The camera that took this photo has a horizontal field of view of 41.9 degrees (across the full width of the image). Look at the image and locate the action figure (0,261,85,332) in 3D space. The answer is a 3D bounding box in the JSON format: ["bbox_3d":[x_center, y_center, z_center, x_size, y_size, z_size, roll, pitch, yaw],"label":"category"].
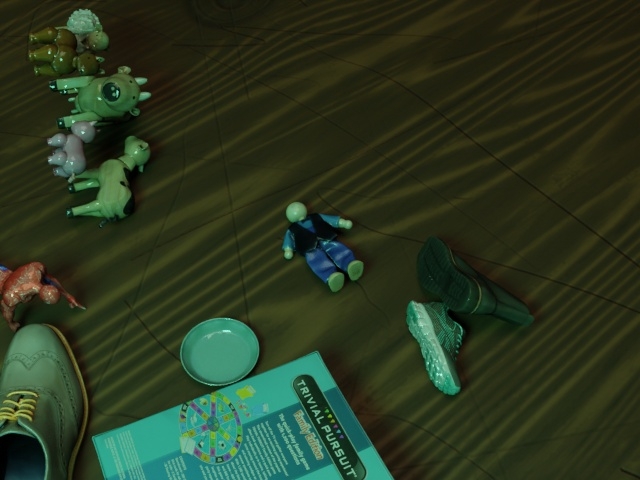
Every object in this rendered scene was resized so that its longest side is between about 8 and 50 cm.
[{"bbox_3d":[-0.489,0.083,1.308,0.280,0.139,0.091,8,51,34],"label":"action figure"}]

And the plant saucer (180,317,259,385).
[{"bbox_3d":[-0.153,0.173,1.277,0.119,0.021,0.119,1,51,-1],"label":"plant saucer"}]

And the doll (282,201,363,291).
[{"bbox_3d":[0.000,0.000,1.404,0.129,0.046,0.189,-31,52,-12],"label":"doll"}]

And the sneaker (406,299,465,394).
[{"bbox_3d":[0.191,0.156,1.278,0.076,0.065,0.166,-9,54,-14],"label":"sneaker"}]

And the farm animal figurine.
[{"bbox_3d":[-0.377,-0.224,1.468,0.172,0.330,0.327,-9,24,-6],"label":"farm animal figurine"}]

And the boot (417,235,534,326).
[{"bbox_3d":[0.245,0.073,1.351,0.137,0.077,0.198,19,24,-24],"label":"boot"}]

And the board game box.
[{"bbox_3d":[-0.102,0.314,1.106,0.336,0.079,0.254,-18,44,-16],"label":"board game box"}]

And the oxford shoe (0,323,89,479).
[{"bbox_3d":[-0.390,0.250,1.137,0.130,0.133,0.364,-9,52,-8],"label":"oxford shoe"}]
